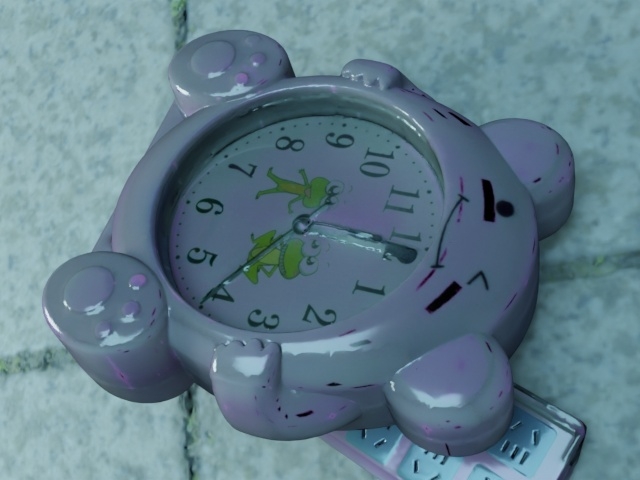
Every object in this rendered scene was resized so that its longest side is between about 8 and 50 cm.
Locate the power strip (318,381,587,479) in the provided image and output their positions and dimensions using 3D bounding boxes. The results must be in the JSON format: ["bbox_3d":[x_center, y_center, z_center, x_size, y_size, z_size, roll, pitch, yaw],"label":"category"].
[{"bbox_3d":[0.058,0.118,0.731,0.279,0.037,0.109,29,87,27],"label":"power strip"}]

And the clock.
[{"bbox_3d":[0.000,0.000,0.713,0.322,0.113,0.295,13,61,19],"label":"clock"}]
